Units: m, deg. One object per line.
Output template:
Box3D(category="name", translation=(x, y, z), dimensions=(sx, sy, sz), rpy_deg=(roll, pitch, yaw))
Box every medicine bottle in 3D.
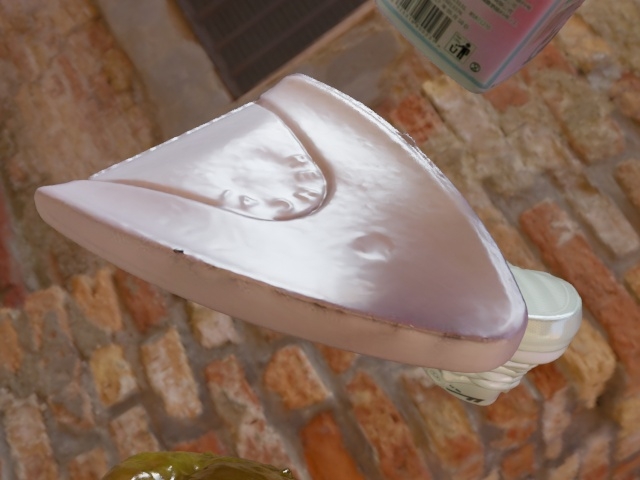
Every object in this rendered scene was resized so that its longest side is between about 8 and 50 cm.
Box3D(category="medicine bottle", translation=(0.121, -0.178, 0.475), dimensions=(0.094, 0.119, 0.188), rpy_deg=(43, -40, 5))

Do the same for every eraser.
Box3D(category="eraser", translation=(0.000, 0.001, 0.502), dimensions=(0.243, 0.204, 0.059), rpy_deg=(34, -45, 28))

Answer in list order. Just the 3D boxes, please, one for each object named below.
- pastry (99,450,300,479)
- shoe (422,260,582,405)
Box3D(category="pastry", translation=(-0.045, 0.202, 0.353), dimensions=(0.240, 0.132, 0.235), rpy_deg=(-17, 115, -64))
Box3D(category="shoe", translation=(0.158, 0.101, 0.931), dimensions=(0.363, 0.132, 0.160), rpy_deg=(-120, -149, -82))
